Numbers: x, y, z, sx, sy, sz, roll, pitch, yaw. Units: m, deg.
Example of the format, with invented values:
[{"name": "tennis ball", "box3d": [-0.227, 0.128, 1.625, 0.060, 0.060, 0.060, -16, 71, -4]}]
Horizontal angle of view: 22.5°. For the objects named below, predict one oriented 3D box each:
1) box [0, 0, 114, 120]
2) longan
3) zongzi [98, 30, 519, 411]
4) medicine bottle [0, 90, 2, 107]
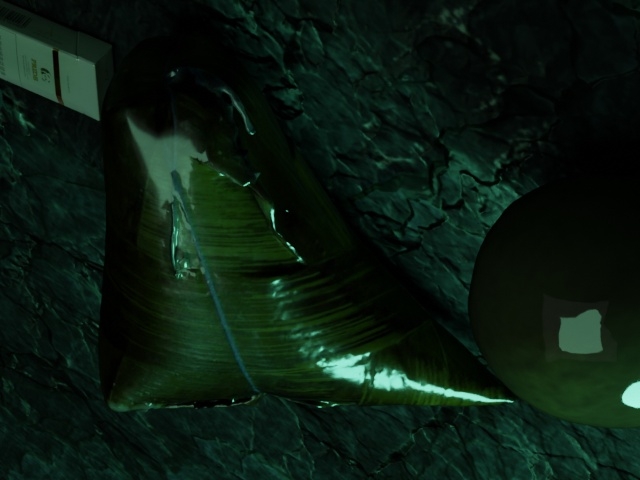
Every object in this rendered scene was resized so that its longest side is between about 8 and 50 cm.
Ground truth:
[{"name": "box", "box3d": [-0.283, -0.186, 1.632, 0.154, 0.040, 0.084, 23, 141, 14]}, {"name": "longan", "box3d": [0.249, 0.051, 1.340, 0.248, 0.248, 0.248, 21, 144, 17]}, {"name": "zongzi", "box3d": [0.000, 0.000, 1.544, 0.432, 0.208, 0.403, 7, 129, 3]}, {"name": "medicine bottle", "box3d": [-0.430, -0.147, 1.787, 0.191, 0.051, 0.051, -5, 130, 41]}]
